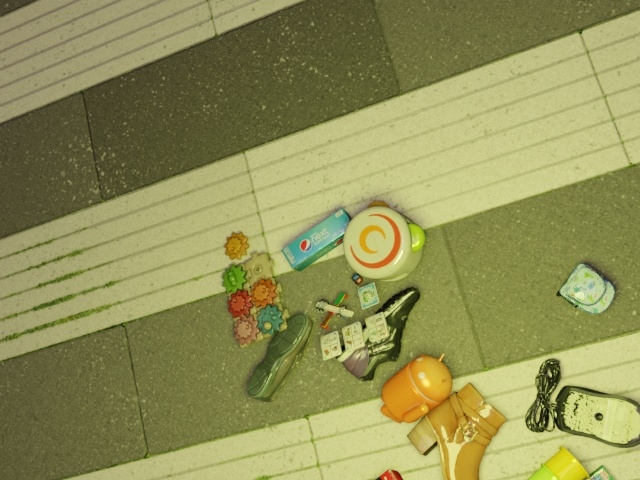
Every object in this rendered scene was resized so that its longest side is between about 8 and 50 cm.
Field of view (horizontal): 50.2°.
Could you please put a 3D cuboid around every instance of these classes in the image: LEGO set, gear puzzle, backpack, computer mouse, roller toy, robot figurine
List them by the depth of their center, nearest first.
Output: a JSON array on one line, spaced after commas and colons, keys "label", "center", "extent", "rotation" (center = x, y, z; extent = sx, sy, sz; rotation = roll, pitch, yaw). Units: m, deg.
[{"label": "computer mouse", "center": [0.651, 0.409, 1.649], "extent": [0.272, 0.072, 0.188], "rotation": [14, 87, 31]}, {"label": "backpack", "center": [0.661, 0.125, 1.683], "extent": [0.114, 0.084, 0.105], "rotation": [37, 94, 16]}, {"label": "robot figurine", "center": [0.243, 0.372, 1.719], "extent": [0.219, 0.158, 0.128], "rotation": [-47, 71, 33]}, {"label": "LEGO set", "center": [0.081, 0.200, 1.808], "extent": [0.183, 0.060, 0.244], "rotation": [-24, 41, 12]}, {"label": "roller toy", "center": [0.167, 0.010, 1.817], "extent": [0.209, 0.146, 0.191], "rotation": [36, 99, 27]}, {"label": "gear puzzle", "center": [-0.205, 0.121, 1.942], "extent": [0.176, 0.044, 0.338], "rotation": [-26, 66, 19]}]

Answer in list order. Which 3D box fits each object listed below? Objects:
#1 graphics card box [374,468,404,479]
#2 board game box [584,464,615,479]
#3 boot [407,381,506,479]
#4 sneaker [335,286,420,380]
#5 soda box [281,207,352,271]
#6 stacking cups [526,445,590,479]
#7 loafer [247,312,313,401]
[{"label": "graphics card box", "center": [0.105, 0.778, 1.704], "extent": [0.371, 0.094, 0.232], "rotation": [-40, 58, 5]}, {"label": "board game box", "center": [0.640, 0.664, 1.617], "extent": [0.211, 0.039, 0.160], "rotation": [-41, 72, 7]}, {"label": "boot", "center": [0.383, 0.517, 1.698], "extent": [0.220, 0.109, 0.283], "rotation": [-42, 65, 2]}, {"label": "sneaker", "center": [0.180, 0.251, 1.811], "extent": [0.124, 0.107, 0.283], "rotation": [44, 95, 0]}, {"label": "soda box", "center": [0.000, 0.000, 1.907], "extent": [0.210, 0.071, 0.067], "rotation": [-34, 72, 9]}, {"label": "stacking cups", "center": [0.487, 0.627, 1.619], "extent": [0.316, 0.096, 0.096], "rotation": [-41, 72, -2]}, {"label": "loafer", "center": [-0.100, 0.325, 1.889], "extent": [0.267, 0.084, 0.096], "rotation": [-55, 40, -2]}]
